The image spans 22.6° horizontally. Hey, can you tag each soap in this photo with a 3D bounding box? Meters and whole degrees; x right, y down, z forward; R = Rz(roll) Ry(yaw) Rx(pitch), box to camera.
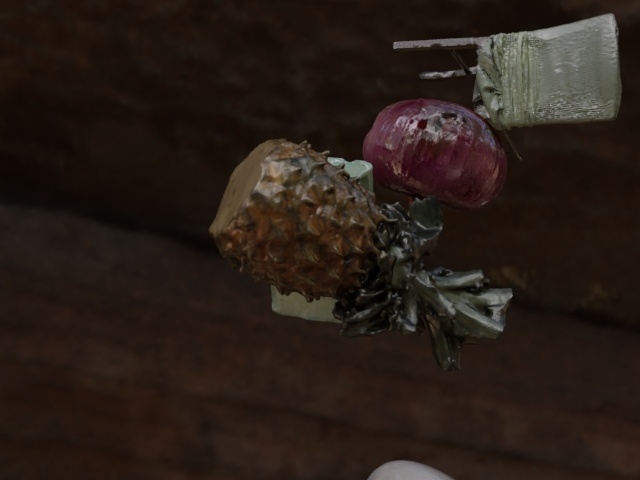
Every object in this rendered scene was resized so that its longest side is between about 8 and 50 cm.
[{"bbox_3d":[0.000,0.000,1.743,0.114,0.063,0.198,7,-45,12],"label":"soap"}]

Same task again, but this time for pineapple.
[{"bbox_3d":[0.050,0.014,1.583,0.310,0.170,0.141,30,-17,-18],"label":"pineapple"}]

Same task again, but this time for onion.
[{"bbox_3d":[0.139,-0.098,1.936,0.177,0.153,0.177,-7,8,1],"label":"onion"}]

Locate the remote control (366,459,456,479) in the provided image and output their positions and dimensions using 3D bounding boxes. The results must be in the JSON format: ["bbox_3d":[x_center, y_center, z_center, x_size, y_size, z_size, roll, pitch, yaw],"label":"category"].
[{"bbox_3d":[0.103,0.287,1.300,0.103,0.221,0.332,-32,-13,-15],"label":"remote control"}]

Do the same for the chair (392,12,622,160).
[{"bbox_3d":[0.272,-0.209,2.238,0.319,0.160,0.186,-4,-16,18],"label":"chair"}]
